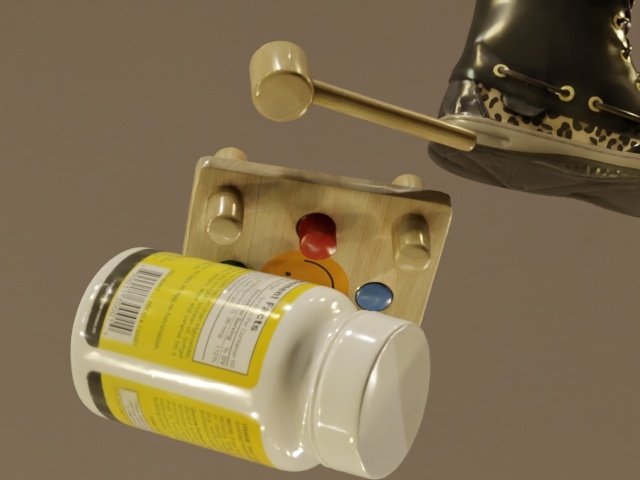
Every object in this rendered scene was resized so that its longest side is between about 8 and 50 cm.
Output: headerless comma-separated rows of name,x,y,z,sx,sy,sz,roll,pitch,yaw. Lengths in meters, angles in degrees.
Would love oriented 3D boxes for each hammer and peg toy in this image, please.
hammer and peg toy,0.000,0.000,1.406,0.266,0.361,0.127,9,-144,-7

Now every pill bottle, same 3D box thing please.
pill bottle,-0.044,0.079,0.912,0.119,0.208,0.119,-34,-51,-54

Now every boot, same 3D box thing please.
boot,0.317,-0.180,1.515,0.377,0.138,0.284,9,-107,2
